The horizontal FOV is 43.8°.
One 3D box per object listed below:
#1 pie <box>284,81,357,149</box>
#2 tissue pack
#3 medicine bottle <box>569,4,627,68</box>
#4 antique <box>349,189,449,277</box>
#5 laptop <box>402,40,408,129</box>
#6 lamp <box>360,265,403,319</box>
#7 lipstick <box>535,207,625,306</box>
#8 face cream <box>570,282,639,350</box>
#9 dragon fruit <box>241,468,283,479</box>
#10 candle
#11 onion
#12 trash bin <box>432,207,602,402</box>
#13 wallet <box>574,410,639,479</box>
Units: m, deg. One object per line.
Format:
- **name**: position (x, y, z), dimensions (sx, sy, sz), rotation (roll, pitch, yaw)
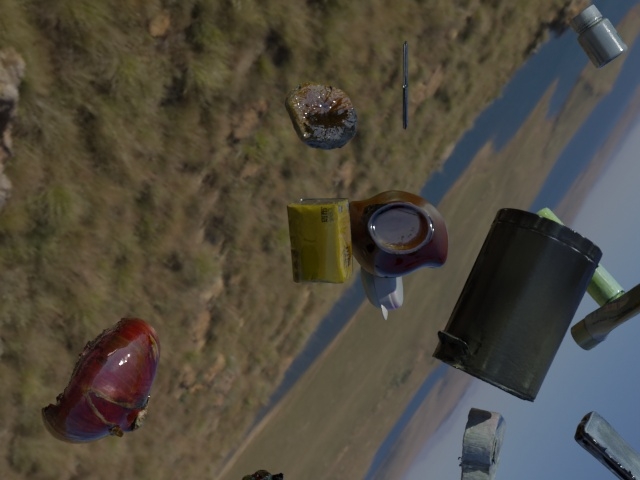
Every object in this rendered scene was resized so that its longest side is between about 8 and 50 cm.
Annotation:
- **pie**: position (0.006, -0.311, 1.960), dimensions (0.195, 0.195, 0.046), rotation (-47, 176, -33)
- **tissue pack**: position (0.000, 0.000, 1.650), dimensions (0.082, 0.119, 0.169), rotation (-24, 112, -64)
- **medicine bottle**: position (0.631, -0.465, 1.814), dimensions (0.080, 0.130, 0.080), rotation (-33, 179, -1)
- **antique**: position (0.183, -0.015, 1.958), dimensions (0.129, 0.278, 0.224), rotation (101, 9, -75)
- **laptop**: position (0.196, -0.355, 1.835), dimensions (0.180, 0.016, 0.129), rotation (74, 17, -66)
- **lamp**: position (0.159, 0.078, 2.126), dimensions (0.179, 0.107, 0.246), rotation (-66, 150, -73)
- **lipstick**: position (0.656, 0.045, 2.042), dimensions (0.076, 0.304, 0.076), rotation (-27, 152, -15)
- **face cream**: position (0.691, 0.169, 1.858), dimensions (0.224, 0.070, 0.114), rotation (-48, -172, 36)
- **dragon fruit**: position (-0.122, 0.567, 1.728), dimensions (0.142, 0.138, 0.175), rotation (-40, -170, -1)
- **candle**: position (0.312, 0.399, 1.539), dimensions (0.168, 0.068, 0.192), rotation (-48, 143, -57)
- **onion**: position (-0.375, 0.250, 1.395), dimensions (0.248, 0.161, 0.248), rotation (-34, -152, 21)
- **trash bin**: position (0.355, 0.120, 1.439), dimensions (0.252, 0.203, 0.302), rotation (30, 83, -33)
- **wallet**: position (0.601, 0.437, 1.577), dimensions (0.036, 0.222, 0.167), rotation (-51, 164, 17)
